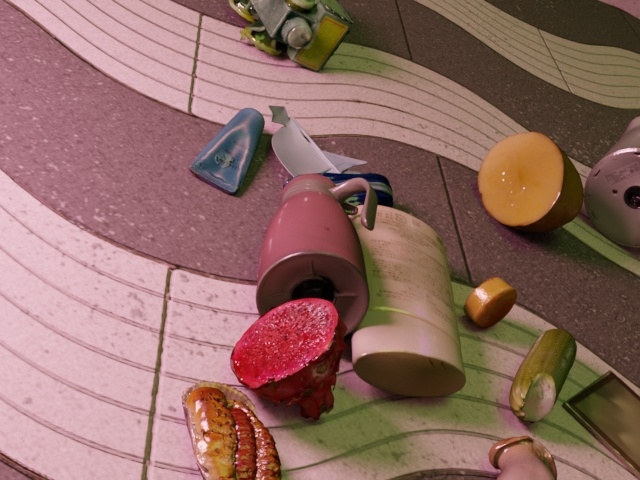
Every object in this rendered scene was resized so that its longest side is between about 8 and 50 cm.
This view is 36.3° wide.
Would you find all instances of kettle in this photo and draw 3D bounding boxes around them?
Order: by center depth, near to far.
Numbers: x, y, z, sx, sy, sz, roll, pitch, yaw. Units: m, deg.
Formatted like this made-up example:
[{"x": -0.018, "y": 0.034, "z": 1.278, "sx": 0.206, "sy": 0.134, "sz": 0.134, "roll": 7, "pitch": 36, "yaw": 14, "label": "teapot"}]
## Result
[{"x": 0.703, "y": -0.114, "z": 2.020, "sx": 0.265, "sy": 0.205, "sz": 0.318, "roll": 34, "pitch": 30, "yaw": 11, "label": "kettle"}]

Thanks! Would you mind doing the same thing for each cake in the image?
[{"x": 0.259, "y": 0.097, "z": 1.488, "sx": 0.084, "sy": 0.084, "sz": 0.044, "roll": -9, "pitch": 45, "yaw": -45, "label": "cake"}]

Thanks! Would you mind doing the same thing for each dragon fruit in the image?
[{"x": -0.025, "y": 0.153, "z": 1.183, "sx": 0.153, "sy": 0.153, "sz": 0.111, "roll": -82, "pitch": 151, "yaw": -56, "label": "dragon fruit"}]

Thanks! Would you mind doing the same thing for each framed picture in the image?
[{"x": 0.483, "y": 0.297, "z": 1.451, "sx": 0.173, "sy": 0.010, "sz": 0.231, "roll": -15, "pitch": 53, "yaw": -48, "label": "framed picture"}]

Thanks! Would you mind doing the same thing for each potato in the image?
[{"x": 0.413, "y": -0.089, "z": 1.809, "sx": 0.158, "sy": 0.178, "sz": 0.203, "roll": 26, "pitch": 4, "yaw": -35, "label": "potato"}]

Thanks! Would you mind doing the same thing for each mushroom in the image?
[{"x": 0.242, "y": 0.313, "z": 1.171, "sx": 0.097, "sy": 0.088, "sz": 0.212, "roll": -1, "pitch": 24, "yaw": 13, "label": "mushroom"}]

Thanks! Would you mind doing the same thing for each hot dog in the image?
[{"x": -0.094, "y": 0.229, "z": 1.052, "sx": 0.099, "sy": 0.053, "sz": 0.192, "roll": 6, "pitch": 37, "yaw": -27, "label": "hot dog"}]

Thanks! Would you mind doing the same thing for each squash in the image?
[{"x": 0.325, "y": 0.192, "z": 1.419, "sx": 0.069, "sy": 0.069, "sz": 0.239, "roll": 36, "pitch": 32, "yaw": 10, "label": "squash"}]

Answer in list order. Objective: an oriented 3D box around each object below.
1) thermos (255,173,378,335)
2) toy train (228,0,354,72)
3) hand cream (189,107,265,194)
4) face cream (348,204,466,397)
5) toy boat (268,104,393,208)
[{"x": 0.000, "y": 0.000, "z": 1.344, "sx": 0.146, "sy": 0.176, "sz": 0.265, "roll": 56, "pitch": 18, "yaw": -28, "label": "thermos"}, {"x": -0.062, "y": -0.463, "z": 1.950, "sx": 0.188, "sy": 0.159, "sz": 0.272, "roll": 16, "pitch": 33, "yaw": -38, "label": "toy train"}, {"x": -0.139, "y": -0.151, "z": 1.560, "sx": 0.083, "sy": 0.048, "sz": 0.224, "roll": 29, "pitch": 37, "yaw": -6, "label": "hand cream"}, {"x": 0.119, "y": 0.085, "z": 1.390, "sx": 0.173, "sy": 0.081, "sz": 0.348, "roll": 23, "pitch": 33, "yaw": -16, "label": "face cream"}, {"x": 0.018, "y": -0.124, "z": 1.619, "sx": 0.210, "sy": 0.070, "sz": 0.292, "roll": 16, "pitch": 33, "yaw": -23, "label": "toy boat"}]
